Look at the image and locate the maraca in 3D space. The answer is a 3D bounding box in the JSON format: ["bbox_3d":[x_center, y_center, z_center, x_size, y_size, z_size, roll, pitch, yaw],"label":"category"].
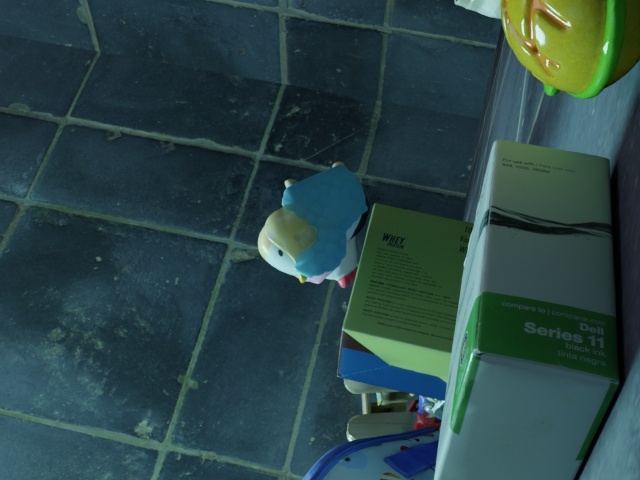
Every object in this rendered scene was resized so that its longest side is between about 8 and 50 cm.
[{"bbox_3d":[0.170,-0.158,0.624,0.185,0.099,0.127,-103,9,-87],"label":"maraca"}]

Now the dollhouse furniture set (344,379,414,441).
[{"bbox_3d":[0.052,0.327,1.330,0.212,0.161,0.242,85,-179,-57],"label":"dollhouse furniture set"}]

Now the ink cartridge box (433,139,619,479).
[{"bbox_3d":[0.140,0.053,0.627,0.208,0.087,0.153,-74,-8,-45],"label":"ink cartridge box"}]

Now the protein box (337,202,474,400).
[{"bbox_3d":[0.141,0.086,1.213,0.136,0.200,0.201,94,-170,-56],"label":"protein box"}]

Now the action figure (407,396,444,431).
[{"bbox_3d":[0.194,0.264,1.513,0.139,0.092,0.280,7,-79,-74],"label":"action figure"}]

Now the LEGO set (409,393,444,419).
[{"bbox_3d":[0.216,0.168,1.372,0.132,0.107,0.287,-37,20,41],"label":"LEGO set"}]

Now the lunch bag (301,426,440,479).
[{"bbox_3d":[0.053,0.300,0.924,0.303,0.115,0.243,10,-71,-61],"label":"lunch bag"}]

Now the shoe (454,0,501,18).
[{"bbox_3d":[0.149,-0.261,0.701,0.219,0.058,0.076,96,-172,-51],"label":"shoe"}]

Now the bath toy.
[{"bbox_3d":[0.000,0.000,1.234,0.348,0.151,0.129,62,-174,-83],"label":"bath toy"}]
